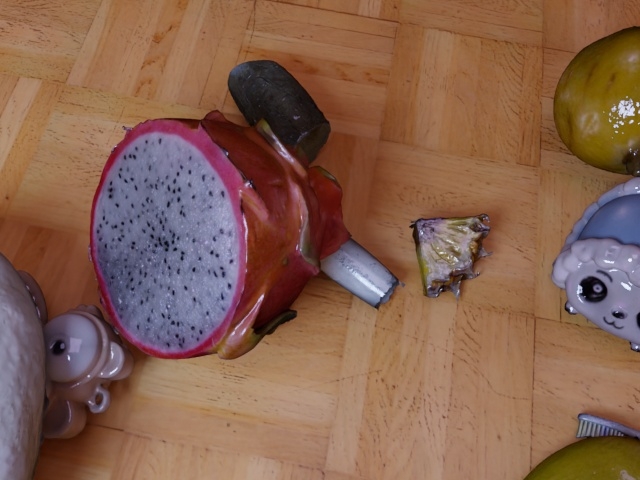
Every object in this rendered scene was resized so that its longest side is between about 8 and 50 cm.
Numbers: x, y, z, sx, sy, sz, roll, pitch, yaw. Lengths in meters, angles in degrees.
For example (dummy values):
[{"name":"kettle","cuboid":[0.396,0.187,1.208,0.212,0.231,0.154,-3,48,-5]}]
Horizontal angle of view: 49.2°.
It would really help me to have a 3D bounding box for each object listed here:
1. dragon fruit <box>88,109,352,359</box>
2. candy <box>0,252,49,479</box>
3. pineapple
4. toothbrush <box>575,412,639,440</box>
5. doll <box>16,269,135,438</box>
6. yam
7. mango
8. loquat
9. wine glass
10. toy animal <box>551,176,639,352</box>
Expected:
[{"name":"dragon fruit","cuboid":[-0.108,-0.008,0.852,0.226,0.305,0.305,-8,54,-53]},{"name":"candy","cuboid":[-0.458,0.182,0.715,0.386,0.186,0.427,2,68,21]},{"name":"pineapple","cuboid":[0.169,0.013,0.961,0.116,0.069,0.137,35,67,13]},{"name":"toothbrush","cuboid":[0.497,0.293,0.858,0.375,0.028,0.037,20,69,7]},{"name":"doll","cuboid":[-0.360,0.123,0.847,0.278,0.119,0.154,24,77,15]},{"name":"yam","cuboid":[-0.060,-0.189,1.037,0.107,0.107,0.183,-27,66,-17]},{"name":"mango","cuboid":[0.297,0.310,0.803,0.237,0.091,0.137,-19,59,-13]},{"name":"loquat","cuboid":[0.449,-0.184,1.009,0.213,0.213,0.246,8,57,1]},{"name":"wine glass","cuboid":[0.000,0.000,0.959,0.262,0.074,0.074,39,67,15]},{"name":"toy animal","cuboid":[0.430,0.030,0.923,0.208,0.156,0.204,33,61,17]}]
